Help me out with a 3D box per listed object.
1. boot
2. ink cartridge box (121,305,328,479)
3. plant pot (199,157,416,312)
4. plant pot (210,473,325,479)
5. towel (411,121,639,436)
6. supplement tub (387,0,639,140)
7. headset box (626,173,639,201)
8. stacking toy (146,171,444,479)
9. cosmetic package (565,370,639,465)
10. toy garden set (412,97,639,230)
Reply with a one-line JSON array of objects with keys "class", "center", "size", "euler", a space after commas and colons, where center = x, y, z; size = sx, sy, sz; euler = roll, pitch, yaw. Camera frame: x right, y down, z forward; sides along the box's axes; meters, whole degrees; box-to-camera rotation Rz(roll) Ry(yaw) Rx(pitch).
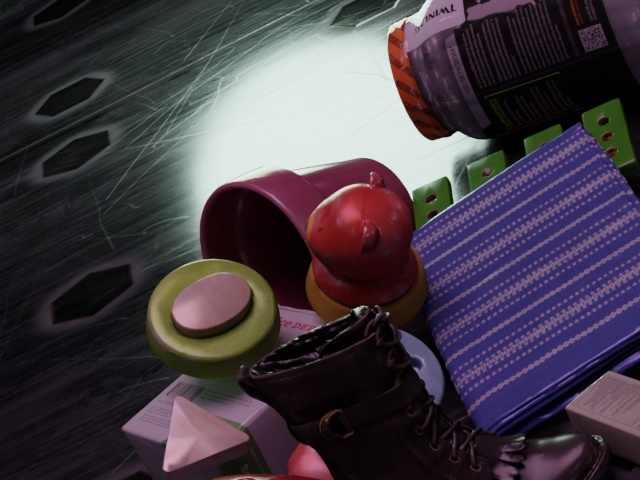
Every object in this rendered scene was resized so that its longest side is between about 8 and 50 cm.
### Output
[{"class": "boot", "center": [0.087, 0.150, 1.569], "size": [0.263, 0.229, 0.091], "euler": [-20, 25, 16]}, {"class": "ink cartridge box", "center": [-0.064, 0.165, 1.859], "size": [0.212, 0.093, 0.154], "euler": [-43, 30, -28]}, {"class": "plant pot", "center": [0.000, 0.000, 2.024], "size": [0.180, 0.201, 0.201], "euler": [-26, 19, -37]}, {"class": "plant pot", "center": [-0.006, 0.275, 1.472], "size": [0.174, 0.191, 0.191], "euler": [-9, 30, 31]}, {"class": "towel", "center": [0.215, 0.038, 1.808], "size": [0.243, 0.040, 0.336], "euler": [-33, 34, 8]}, {"class": "supplement tub", "center": [0.250, -0.235, 2.200], "size": [0.316, 0.193, 0.193], "euler": [-18, 26, 20]}, {"class": "headset box", "center": [0.319, -0.034, 1.931], "size": [0.083, 0.032, 0.062], "euler": [-27, 25, 0]}, {"class": "stacking toy", "center": [-0.025, 0.083, 1.746], "size": [0.279, 0.130, 0.309], "euler": [-4, 50, -3]}, {"class": "cosmetic package", "center": [0.270, 0.155, 1.602], "size": [0.060, 0.041, 0.115], "euler": [-36, 26, -19]}, {"class": "toy garden set", "center": [0.220, -0.021, 1.933], "size": [0.244, 0.049, 0.204], "euler": [-24, 38, 17]}]
